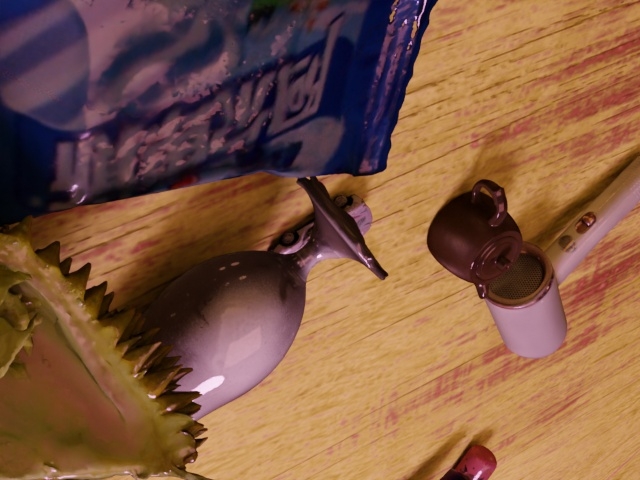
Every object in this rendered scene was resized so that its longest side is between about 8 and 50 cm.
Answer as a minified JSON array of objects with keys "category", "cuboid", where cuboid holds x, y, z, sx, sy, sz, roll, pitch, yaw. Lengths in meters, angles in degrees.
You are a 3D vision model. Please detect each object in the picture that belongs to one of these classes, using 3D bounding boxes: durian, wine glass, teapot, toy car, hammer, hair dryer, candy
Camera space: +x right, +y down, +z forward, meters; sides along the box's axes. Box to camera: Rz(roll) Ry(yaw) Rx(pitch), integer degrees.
[{"category":"durian","cuboid":[-0.216,0.071,0.542,0.356,0.169,0.157,13,141,-39]},{"category":"wine glass","cuboid":[-0.064,0.054,0.741,0.222,0.103,0.103,-39,142,3]},{"category":"teapot","cuboid":[0.144,-0.002,0.900,0.076,0.068,0.121,-19,136,-28]},{"category":"toy car","cuboid":[0.000,0.000,0.808,0.093,0.025,0.041,-36,142,-9]},{"category":"hammer","cuboid":[0.178,0.283,1.216,0.043,0.043,0.083,9,117,-46]},{"category":"hair dryer","cuboid":[0.258,0.003,1.026,0.236,0.073,0.131,-48,145,-10]},{"category":"candy","cuboid":[-0.074,-0.097,0.612,0.331,0.077,0.187,-11,132,-31]}]

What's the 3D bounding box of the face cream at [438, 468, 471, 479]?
[{"category":"face cream","cuboid":[0.073,0.367,1.170,0.273,0.078,0.078,-50,142,7]}]
